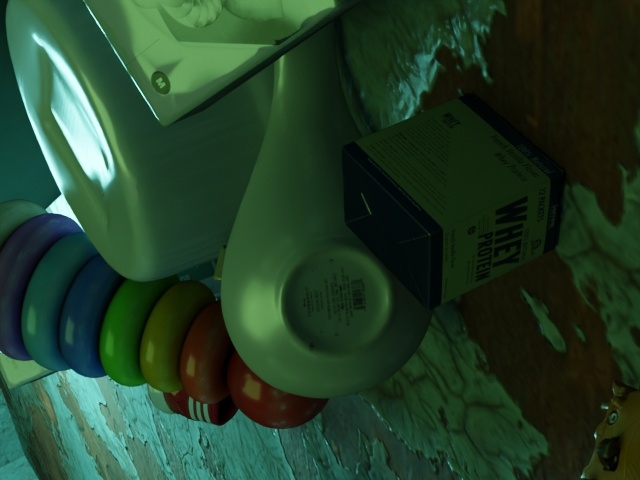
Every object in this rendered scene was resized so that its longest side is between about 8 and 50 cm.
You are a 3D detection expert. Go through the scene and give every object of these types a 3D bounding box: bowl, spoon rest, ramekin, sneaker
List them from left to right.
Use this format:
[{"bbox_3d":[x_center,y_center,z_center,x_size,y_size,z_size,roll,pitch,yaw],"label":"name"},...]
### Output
[{"bbox_3d":[-0.369,-0.155,1.488,0.311,0.163,0.311,50,155,34],"label":"bowl"},{"bbox_3d":[-0.135,-0.102,1.022,0.277,0.135,0.277,51,155,34],"label":"ramekin"},{"bbox_3d":[-0.123,0.085,1.322,0.128,0.087,0.221,12,124,42],"label":"sneaker"},{"bbox_3d":[0.002,-0.034,0.812,0.084,0.137,0.276,-118,24,-73],"label":"spoon rest"}]

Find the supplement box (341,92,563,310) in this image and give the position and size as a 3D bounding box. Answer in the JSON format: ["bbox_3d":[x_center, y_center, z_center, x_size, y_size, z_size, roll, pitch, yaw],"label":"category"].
[{"bbox_3d":[0.068,-0.022,0.690,0.083,0.083,0.056,48,153,39],"label":"supplement box"}]

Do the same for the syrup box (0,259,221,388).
[{"bbox_3d":[-0.210,0.055,1.261,0.237,0.093,0.096,-24,89,31],"label":"syrup box"}]

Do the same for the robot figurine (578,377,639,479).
[{"bbox_3d":[0.215,0.080,0.361,0.211,0.085,0.291,26,163,-21],"label":"robot figurine"}]

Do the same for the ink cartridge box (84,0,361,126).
[{"bbox_3d":[-0.067,-0.201,0.694,0.224,0.045,0.223,-29,95,42],"label":"ink cartridge box"}]

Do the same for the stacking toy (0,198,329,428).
[{"bbox_3d":[-0.142,0.071,1.103,0.330,0.141,0.141,16,137,19],"label":"stacking toy"}]

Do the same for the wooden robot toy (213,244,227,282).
[{"bbox_3d":[0.000,0.000,0.931,0.173,0.076,0.079,-4,72,51],"label":"wooden robot toy"}]
